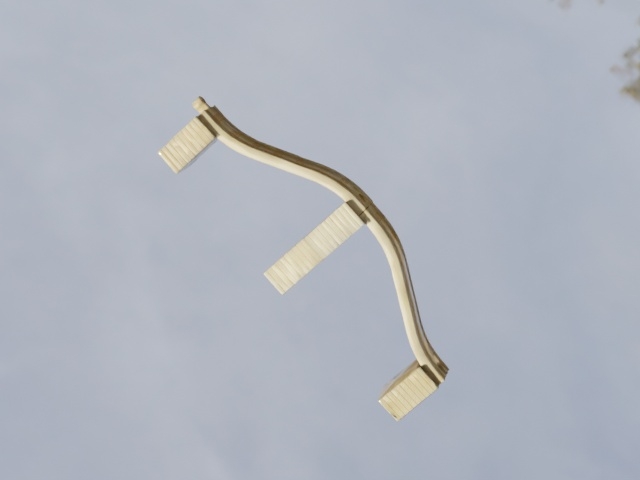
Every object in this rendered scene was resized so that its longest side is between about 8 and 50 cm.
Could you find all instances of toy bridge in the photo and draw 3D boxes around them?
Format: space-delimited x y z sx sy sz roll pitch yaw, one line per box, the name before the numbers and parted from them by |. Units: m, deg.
toy bridge | 0.000 0.000 0.768 0.188 0.063 0.026 49 -162 -2
